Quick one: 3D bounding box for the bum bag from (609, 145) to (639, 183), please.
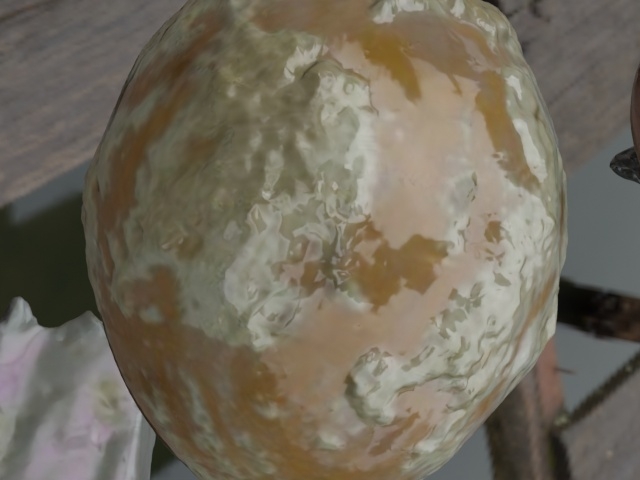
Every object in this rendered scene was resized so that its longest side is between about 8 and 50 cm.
[{"bbox_3d":[0.333,-0.061,1.141,0.142,0.326,0.080,-19,105,-7],"label":"bum bag"}]

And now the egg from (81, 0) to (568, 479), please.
[{"bbox_3d":[0.000,0.000,0.624,0.203,0.203,0.245,-9,114,-46],"label":"egg"}]

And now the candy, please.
[{"bbox_3d":[-0.204,0.170,1.197,0.185,0.137,0.195,99,-7,-66],"label":"candy"}]

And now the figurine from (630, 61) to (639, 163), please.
[{"bbox_3d":[0.250,-0.201,0.618,0.276,0.248,0.388,-21,102,-18],"label":"figurine"}]
